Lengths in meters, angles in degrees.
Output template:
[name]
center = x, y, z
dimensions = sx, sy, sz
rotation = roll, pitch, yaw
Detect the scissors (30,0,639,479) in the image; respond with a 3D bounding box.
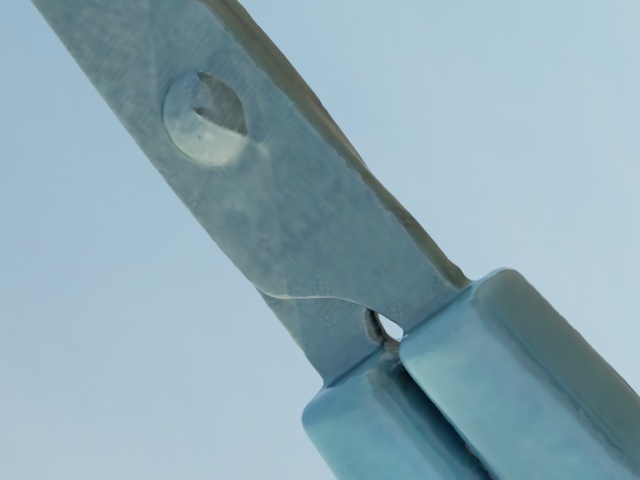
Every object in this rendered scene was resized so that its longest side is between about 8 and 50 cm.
[scissors]
center = 0.000, 0.000, 0.439
dimensions = 0.447, 0.192, 0.029
rotation = 51, -147, 0
